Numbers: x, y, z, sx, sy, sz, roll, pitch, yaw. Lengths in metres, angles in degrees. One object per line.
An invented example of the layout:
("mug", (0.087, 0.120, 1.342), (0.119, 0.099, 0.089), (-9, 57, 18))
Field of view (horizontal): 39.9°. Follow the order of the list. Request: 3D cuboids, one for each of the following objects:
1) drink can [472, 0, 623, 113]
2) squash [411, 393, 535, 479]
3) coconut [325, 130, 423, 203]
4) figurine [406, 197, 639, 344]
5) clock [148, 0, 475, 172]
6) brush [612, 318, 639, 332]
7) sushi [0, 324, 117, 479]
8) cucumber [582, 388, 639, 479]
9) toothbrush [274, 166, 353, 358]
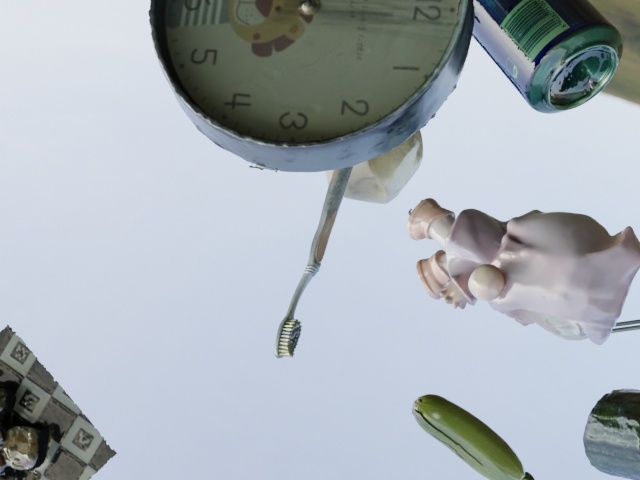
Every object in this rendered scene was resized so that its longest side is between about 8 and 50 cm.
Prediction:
("drink can", (0.229, -0.239, 0.960), (0.118, 0.118, 0.205), (-2, -131, -31))
("squash", (0.311, 0.407, 1.750), (0.341, 0.094, 0.094), (37, -157, -14))
("coconut", (0.091, -0.173, 1.731), (0.224, 0.224, 0.224), (12, -153, -6))
("figurine", (0.218, 0.026, 0.973), (0.276, 0.133, 0.200), (14, -176, 42))
("clock", (-0.011, -0.218, 0.827), (0.312, 0.313, 0.061), (22, 172, 13))
("brush", (0.577, 0.120, 1.400), (0.266, 0.027, 0.062), (-14, -158, 32))
("sushi", (-0.590, 0.371, 1.560), (0.320, 0.339, 0.069), (48, -176, 13))
("cucumber", (0.386, 0.244, 1.109), (0.062, 0.116, 0.115), (7, 172, -21))
("toothbrush", (0.000, 0.000, 1.317), (0.037, 0.375, 0.028), (-3, 152, 45))
